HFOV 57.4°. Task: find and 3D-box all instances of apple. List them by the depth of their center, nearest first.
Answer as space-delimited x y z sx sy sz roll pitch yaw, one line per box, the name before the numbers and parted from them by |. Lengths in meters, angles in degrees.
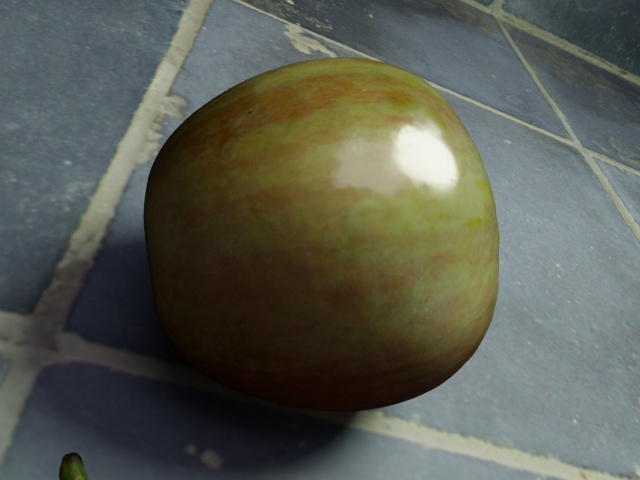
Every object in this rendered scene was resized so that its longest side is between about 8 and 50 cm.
apple | 0.000 0.000 0.431 0.234 0.257 0.257 -17 48 -4

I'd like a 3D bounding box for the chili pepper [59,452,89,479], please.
chili pepper | 0.018 0.231 0.304 0.368 0.092 0.137 28 17 -13
